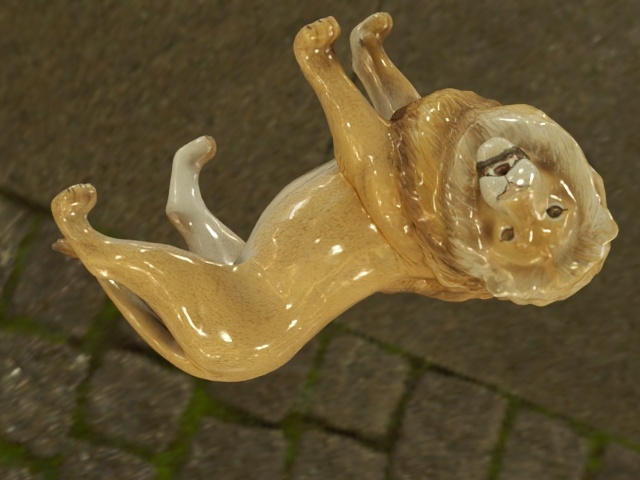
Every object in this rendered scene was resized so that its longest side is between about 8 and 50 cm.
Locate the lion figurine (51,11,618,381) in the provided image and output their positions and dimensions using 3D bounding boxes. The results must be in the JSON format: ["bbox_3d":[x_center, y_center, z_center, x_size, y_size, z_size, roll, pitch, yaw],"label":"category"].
[{"bbox_3d":[0.000,0.000,1.321,0.142,0.392,0.240,-11,70,-61],"label":"lion figurine"}]
